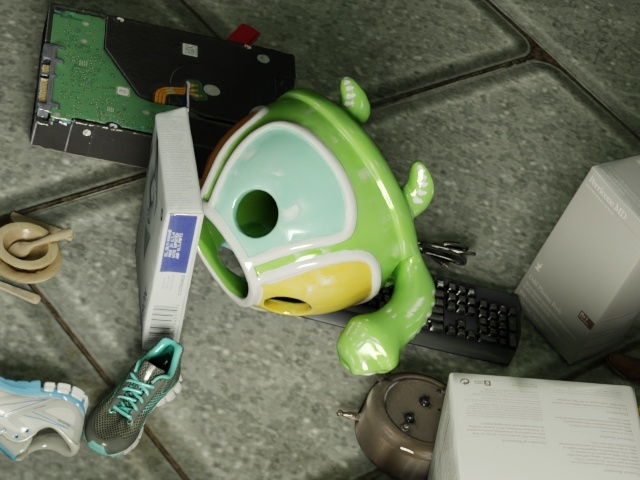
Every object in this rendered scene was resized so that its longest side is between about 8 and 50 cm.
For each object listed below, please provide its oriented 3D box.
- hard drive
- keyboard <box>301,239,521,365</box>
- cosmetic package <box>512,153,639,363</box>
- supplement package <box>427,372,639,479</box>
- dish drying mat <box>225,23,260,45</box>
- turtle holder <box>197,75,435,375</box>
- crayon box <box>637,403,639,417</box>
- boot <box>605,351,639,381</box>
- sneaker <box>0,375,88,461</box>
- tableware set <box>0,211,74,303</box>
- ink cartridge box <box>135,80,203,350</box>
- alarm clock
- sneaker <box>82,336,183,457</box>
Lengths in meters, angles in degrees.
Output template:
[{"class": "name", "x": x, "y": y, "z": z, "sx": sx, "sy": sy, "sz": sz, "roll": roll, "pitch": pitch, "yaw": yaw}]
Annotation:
[{"class": "hard drive", "x": -0.197, "y": -0.183, "z": 2.156, "sx": 0.339, "sy": 0.064, "sz": 0.237, "roll": 11, "pitch": 42, "yaw": -15}, {"class": "keyboard", "x": 0.097, "y": 0.047, "z": 2.068, "sx": 0.317, "sy": 0.033, "sz": 0.201, "roll": 14, "pitch": 41, "yaw": -11}, {"class": "cosmetic package", "x": 0.349, "y": 0.023, "z": 2.047, "sx": 0.107, "sy": 0.238, "sz": 0.127, "roll": -16, "pitch": 53, "yaw": -36}, {"class": "supplement package", "x": 0.220, "y": 0.299, "z": 1.690, "sx": 0.199, "sy": 0.198, "sz": 0.262, "roll": 5, "pitch": 38, "yaw": -4}, {"class": "dish drying mat", "x": -0.114, "y": -0.279, "z": 2.339, "sx": 0.032, "sy": 0.008, "sz": 0.083, "roll": 28, "pitch": 41, "yaw": 7}, {"class": "turtle holder", "x": -0.011, "y": -0.005, "z": 1.919, "sx": 0.227, "sy": 0.243, "sz": 0.320, "roll": -30, "pitch": 102, "yaw": -24}, {"class": "crayon box", "x": 0.446, "y": 0.326, "z": 1.792, "sx": 0.323, "sy": 0.203, "sz": 0.083, "roll": 42, "pitch": 44, "yaw": 21}, {"class": "boot", "x": 0.420, "y": 0.133, "z": 2.055, "sx": 0.106, "sy": 0.114, "sz": 0.037, "roll": 25, "pitch": 40, "yaw": 3}, {"class": "sneaker", "x": -0.330, "y": 0.183, "z": 1.703, "sx": 0.191, "sy": 0.071, "sz": 0.083, "roll": 7, "pitch": 49, "yaw": -17}, {"class": "tableware set", "x": -0.387, "y": -0.012, "z": 1.905, "sx": 0.194, "sy": 0.039, "sz": 0.128, "roll": 21, "pitch": 41, "yaw": -2}, {"class": "ink cartridge box", "x": -0.176, "y": -0.029, "z": 1.879, "sx": 0.045, "sy": 0.223, "sz": 0.224, "roll": 3, "pitch": 44, "yaw": -13}, {"class": "alarm clock", "x": 0.123, "y": 0.219, "z": 1.874, "sx": 0.192, "sy": 0.064, "sz": 0.129, "roll": 38, "pitch": 43, "yaw": 12}, {"class": "sneaker", "x": -0.197, "y": 0.161, "z": 1.777, "sx": 0.065, "sy": 0.076, "sz": 0.166, "roll": 28, "pitch": 41, "yaw": 7}]
